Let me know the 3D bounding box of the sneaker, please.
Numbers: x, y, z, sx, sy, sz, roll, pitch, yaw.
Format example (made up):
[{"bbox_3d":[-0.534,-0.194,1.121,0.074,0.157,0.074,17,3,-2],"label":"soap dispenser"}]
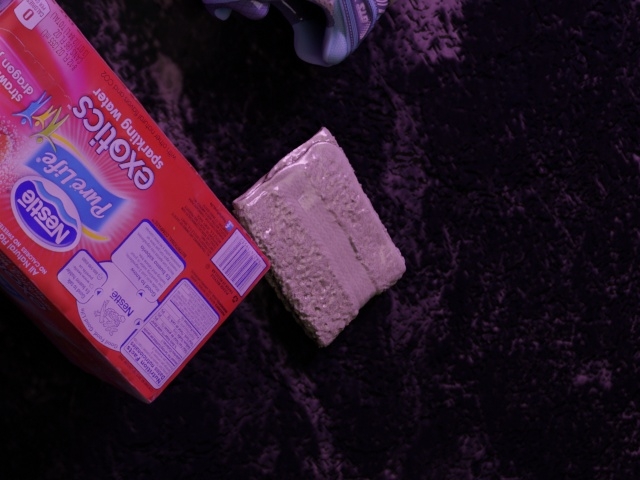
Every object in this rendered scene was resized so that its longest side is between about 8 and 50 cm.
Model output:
[{"bbox_3d":[-0.050,-0.216,1.006,0.283,0.110,0.122,33,83,-35],"label":"sneaker"}]

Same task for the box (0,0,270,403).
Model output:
[{"bbox_3d":[-0.169,-0.032,0.948,0.128,0.122,0.257,-50,123,-17],"label":"box"}]

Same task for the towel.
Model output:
[{"bbox_3d":[0.000,0.000,1.135,0.110,0.027,0.148,-42,121,-20],"label":"towel"}]
